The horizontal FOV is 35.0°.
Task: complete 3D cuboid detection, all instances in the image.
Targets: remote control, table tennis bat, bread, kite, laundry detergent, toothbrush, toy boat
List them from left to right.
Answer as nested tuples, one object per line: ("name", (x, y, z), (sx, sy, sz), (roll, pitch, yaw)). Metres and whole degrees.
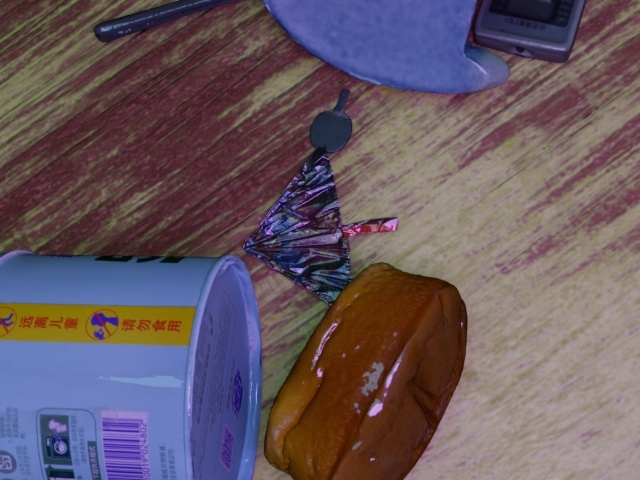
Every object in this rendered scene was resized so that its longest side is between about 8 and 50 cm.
("laundry detergent", (-0.238, 0.153, 1.047), (0.305, 0.287, 0.287), (1, 75, 10))
("toothbrush", (-0.151, -0.306, 1.294), (0.297, 0.030, 0.030), (-15, 47, 7))
("kite", (0.000, 0.000, 1.193), (0.189, 0.009, 0.232), (-11, 76, 7))
("table tennis bat", (0.017, -0.145, 1.231), (0.050, 0.007, 0.083), (18, 80, 14))
("bread", (0.057, 0.156, 1.048), (0.142, 0.195, 0.270), (29, 86, 22))
("toy boat", (0.084, -0.300, 1.192), (0.330, 0.123, 0.215), (16, 121, 13))
("remote control", (0.280, -0.356, 1.228), (0.123, 0.038, 0.285), (17, 78, 14))
